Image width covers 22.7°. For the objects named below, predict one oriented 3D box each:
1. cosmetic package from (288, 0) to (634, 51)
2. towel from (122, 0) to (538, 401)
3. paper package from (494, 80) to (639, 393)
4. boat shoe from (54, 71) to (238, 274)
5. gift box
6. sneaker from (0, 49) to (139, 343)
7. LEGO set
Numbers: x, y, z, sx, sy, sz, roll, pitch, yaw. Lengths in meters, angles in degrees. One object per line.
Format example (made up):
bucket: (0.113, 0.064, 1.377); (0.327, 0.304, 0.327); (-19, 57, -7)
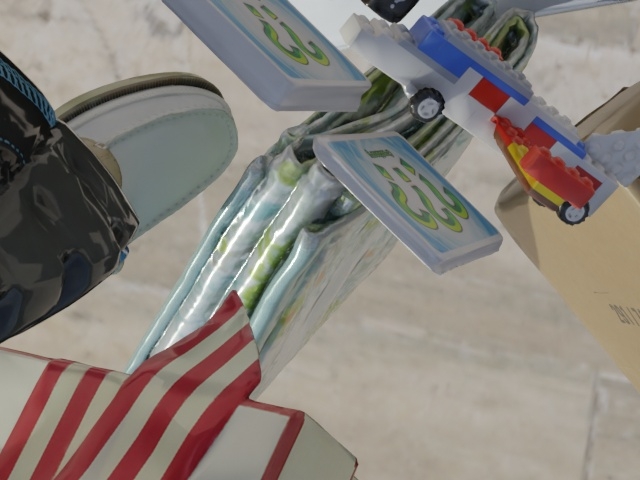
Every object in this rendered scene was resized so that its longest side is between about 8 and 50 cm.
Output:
cosmetic package: (0.179, -0.361, 1.399); (0.329, 0.394, 0.327); (-5, 100, 33)
towel: (0.000, 0.000, 1.212); (0.090, 0.320, 0.374); (42, 135, 7)
paper package: (0.296, 0.029, 1.052); (0.309, 0.168, 0.325); (51, 172, -1)
boat shoe: (-0.169, -0.010, 1.030); (0.103, 0.302, 0.113); (33, 145, 46)
gift box: (-0.092, 0.174, 0.688); (0.255, 0.276, 0.258); (2, 151, 34)
sneaker: (-0.148, 0.006, 0.342); (0.125, 0.341, 0.139); (-33, 99, 11)
LEGO set: (0.025, -0.076, 0.548); (0.182, 0.244, 0.060); (46, 107, 12)
